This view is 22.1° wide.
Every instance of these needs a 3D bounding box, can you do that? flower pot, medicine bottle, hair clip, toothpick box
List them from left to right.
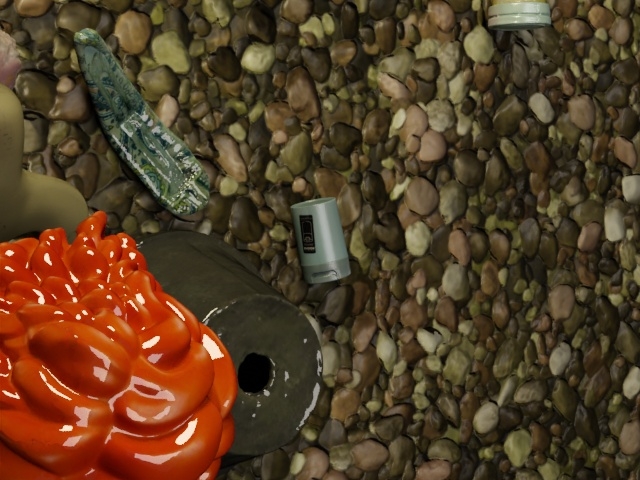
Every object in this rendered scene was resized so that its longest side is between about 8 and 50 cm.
[{"bbox_3d":[-0.181,-0.116,1.614,0.066,0.036,0.229,-46,123,-22],"label":"hair clip"},{"bbox_3d":[-0.105,0.123,1.599,0.269,0.166,0.269,-1,91,-39],"label":"flower pot"},{"bbox_3d":[0.000,0.000,1.743,0.052,0.052,0.083,-17,100,-35],"label":"toothpick box"},{"bbox_3d":[0.227,-0.354,1.896,0.074,0.074,0.218,-2,90,-37],"label":"medicine bottle"}]

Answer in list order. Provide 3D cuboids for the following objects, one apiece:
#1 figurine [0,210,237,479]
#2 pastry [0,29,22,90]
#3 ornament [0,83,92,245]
[{"bbox_3d":[-0.248,0.150,1.352,0.241,0.411,0.306,38,39,-26],"label":"figurine"},{"bbox_3d":[-0.378,-0.165,1.420,0.265,0.112,0.103,10,104,-34],"label":"pastry"},{"bbox_3d":[-0.307,-0.042,1.467,0.244,0.061,0.230,-17,136,-26],"label":"ornament"}]
